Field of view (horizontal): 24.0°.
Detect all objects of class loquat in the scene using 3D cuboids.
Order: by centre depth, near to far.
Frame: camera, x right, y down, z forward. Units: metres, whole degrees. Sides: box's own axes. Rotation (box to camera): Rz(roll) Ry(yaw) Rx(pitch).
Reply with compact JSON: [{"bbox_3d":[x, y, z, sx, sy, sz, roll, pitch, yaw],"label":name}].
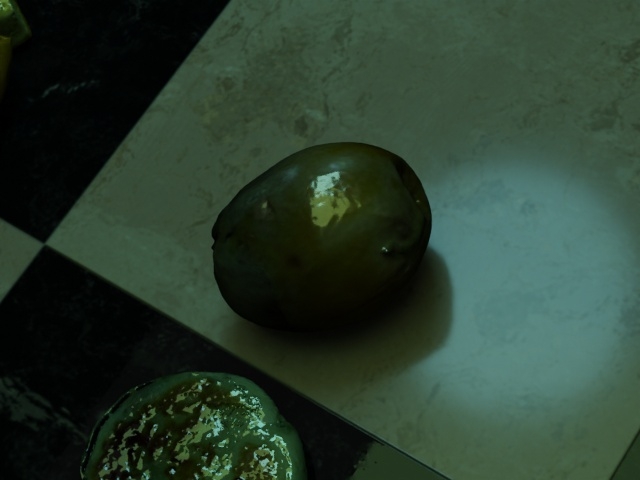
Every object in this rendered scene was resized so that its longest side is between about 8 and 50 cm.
[{"bbox_3d":[0.000,0.000,1.507,0.227,0.179,0.179,-28,60,11],"label":"loquat"}]

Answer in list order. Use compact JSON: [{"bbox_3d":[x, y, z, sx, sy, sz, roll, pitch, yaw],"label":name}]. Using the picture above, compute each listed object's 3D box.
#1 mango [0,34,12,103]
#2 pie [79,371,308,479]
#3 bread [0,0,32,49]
[{"bbox_3d":[-0.498,-0.128,1.691,0.359,0.187,0.144,-28,17,-4],"label":"mango"},{"bbox_3d":[-0.130,0.236,1.487,0.240,0.054,0.241,-6,60,11],"label":"pie"},{"bbox_3d":[-0.534,-0.222,1.801,0.361,0.077,0.138,-28,60,-2],"label":"bread"}]
